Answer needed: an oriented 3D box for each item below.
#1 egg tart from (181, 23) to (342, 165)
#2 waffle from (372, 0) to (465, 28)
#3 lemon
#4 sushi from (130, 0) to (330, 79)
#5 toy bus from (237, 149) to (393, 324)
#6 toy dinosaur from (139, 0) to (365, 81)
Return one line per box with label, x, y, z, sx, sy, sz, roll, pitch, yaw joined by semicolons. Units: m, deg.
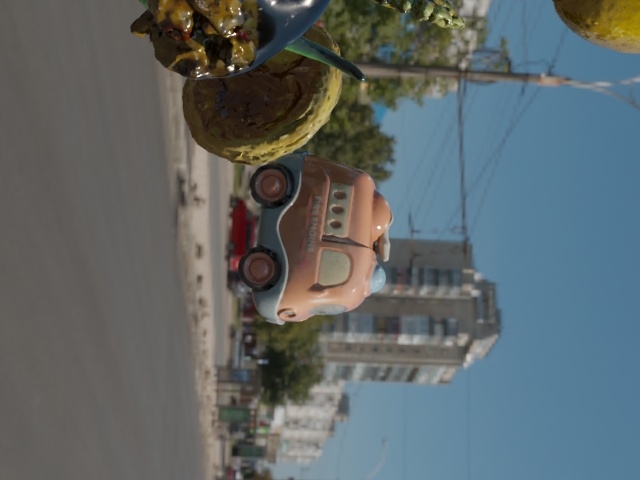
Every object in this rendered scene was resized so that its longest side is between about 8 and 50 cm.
egg tart;-0.142;-0.378;2.479;0.178;0.443;0.443;53;35;-63
waffle;0.151;-0.453;1.756;0.204;0.223;0.054;-9;128;-54
lemon;0.371;-0.307;1.145;0.170;0.207;0.170;-174;-90;-82
sushi;-0.103;-0.297;1.029;0.200;0.204;0.213;41;-30;42
toy bus;0.000;0.000;1.572;0.194;0.232;0.288;55;41;-80
toy dinosaur;-0.184;-0.348;1.231;0.144;0.499;0.374;-65;168;11
